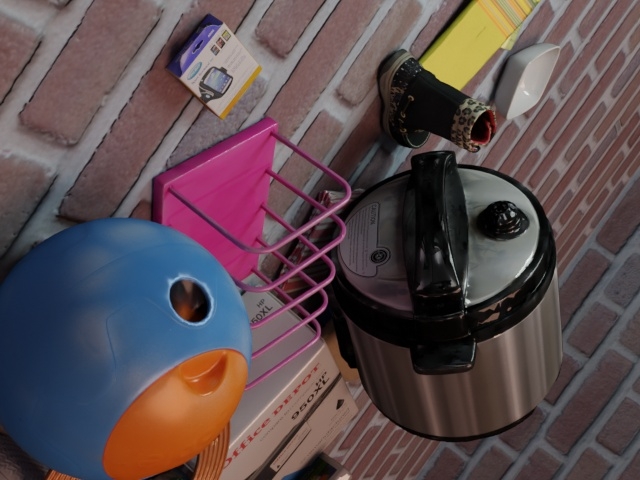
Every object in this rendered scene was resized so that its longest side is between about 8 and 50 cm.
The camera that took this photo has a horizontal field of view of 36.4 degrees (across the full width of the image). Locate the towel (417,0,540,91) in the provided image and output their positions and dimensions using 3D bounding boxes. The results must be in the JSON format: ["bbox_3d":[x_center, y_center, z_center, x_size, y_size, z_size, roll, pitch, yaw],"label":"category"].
[{"bbox_3d":[0.250,-0.335,1.566,0.237,0.021,0.102,-48,127,3],"label":"towel"}]

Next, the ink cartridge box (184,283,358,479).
[{"bbox_3d":[-0.108,0.288,1.646,0.285,0.166,0.395,-47,155,-12],"label":"ink cartridge box"}]

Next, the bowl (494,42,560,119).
[{"bbox_3d":[0.391,-0.314,1.868,0.142,0.053,0.142,-29,147,-41],"label":"bowl"}]

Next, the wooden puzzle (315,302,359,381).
[{"bbox_3d":[0.111,0.111,1.925,0.348,0.080,0.322,-46,155,-4],"label":"wooden puzzle"}]

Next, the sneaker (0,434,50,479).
[{"bbox_3d":[-0.406,0.404,1.314,0.210,0.137,0.366,-47,151,-11],"label":"sneaker"}]

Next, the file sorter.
[{"bbox_3d":[-0.092,0.029,1.303,0.202,0.182,0.290,-34,150,-36],"label":"file sorter"}]

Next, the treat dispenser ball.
[{"bbox_3d":[-0.219,0.118,1.063,0.288,0.288,0.288,-41,153,-26],"label":"treat dispenser ball"}]

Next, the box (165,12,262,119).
[{"bbox_3d":[-0.124,-0.202,1.123,0.081,0.028,0.136,-52,154,-2],"label":"box"}]

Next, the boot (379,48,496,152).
[{"bbox_3d":[0.185,-0.181,1.520,0.085,0.179,0.236,-48,155,-12],"label":"boot"}]

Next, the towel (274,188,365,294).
[{"bbox_3d":[0.000,0.000,1.625,0.144,0.029,0.197,-8,131,-61],"label":"towel"}]

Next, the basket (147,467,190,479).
[{"bbox_3d":[-0.264,0.518,1.593,0.201,0.255,0.289,-59,174,29],"label":"basket"}]

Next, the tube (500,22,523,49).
[{"bbox_3d":[0.336,-0.435,1.603,0.070,0.062,0.240,-87,-162,-69],"label":"tube"}]

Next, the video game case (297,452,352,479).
[{"bbox_3d":[-0.124,0.509,1.826,0.329,0.300,0.036,-46,114,-14],"label":"video game case"}]

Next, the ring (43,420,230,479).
[{"bbox_3d":[-0.250,0.323,1.293,0.337,0.032,0.336,-31,134,-38],"label":"ring"}]

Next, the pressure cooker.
[{"bbox_3d":[0.206,0.074,1.588,0.376,0.370,0.420,-37,138,-19],"label":"pressure cooker"}]
